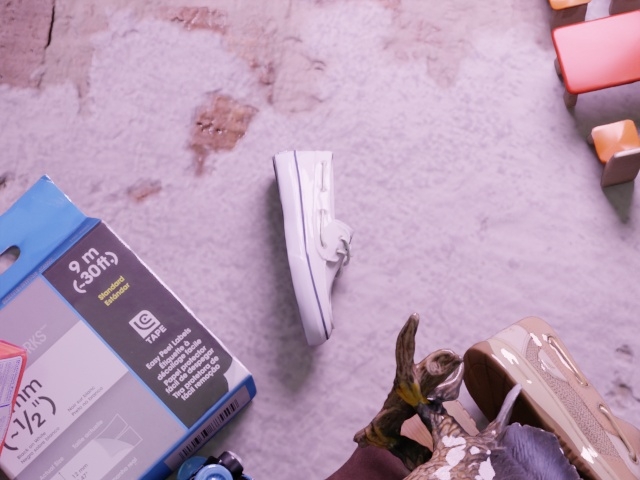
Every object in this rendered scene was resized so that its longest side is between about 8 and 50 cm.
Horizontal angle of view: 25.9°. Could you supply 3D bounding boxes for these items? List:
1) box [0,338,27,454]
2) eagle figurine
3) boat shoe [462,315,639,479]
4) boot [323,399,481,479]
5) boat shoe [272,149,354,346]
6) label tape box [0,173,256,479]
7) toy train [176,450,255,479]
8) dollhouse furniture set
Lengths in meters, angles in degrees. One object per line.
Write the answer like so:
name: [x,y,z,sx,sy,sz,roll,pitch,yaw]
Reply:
box: [-0.410,0.227,1.334,0.142,0.154,0.300,19,98,18]
eagle figurine: [0.130,0.254,1.263,0.225,0.226,0.298,-36,56,4]
boat shoe: [0.287,0.225,1.420,0.110,0.121,0.341,-27,74,-29]
boot: [0.119,0.302,1.435,0.207,0.090,0.248,-39,78,2]
boat shoe: [0.000,0.000,1.509,0.075,0.083,0.226,-10,73,-1]
label tape box: [-0.274,0.114,1.465,0.249,0.115,0.347,-43,79,-10]
toy train: [-0.135,0.301,1.418,0.184,0.080,0.105,-43,108,-18]
dollhouse furniture set: [0.389,-0.224,1.543,0.259,0.135,0.262,-13,74,-3]
